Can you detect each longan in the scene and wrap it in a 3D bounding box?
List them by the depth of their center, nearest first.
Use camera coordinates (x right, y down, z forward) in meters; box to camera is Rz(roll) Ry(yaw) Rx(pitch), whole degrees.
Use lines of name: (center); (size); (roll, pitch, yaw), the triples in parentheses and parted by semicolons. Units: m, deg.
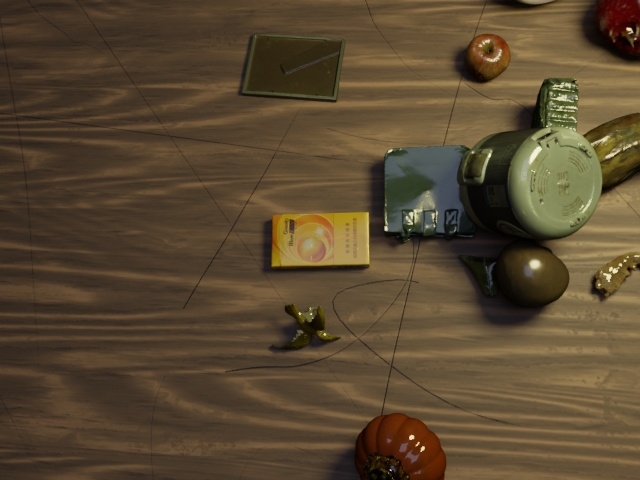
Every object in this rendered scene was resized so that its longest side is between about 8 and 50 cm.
longan: (0.523, 0.086, 1.553); (0.189, 0.189, 0.189); (-2, 74, 6)

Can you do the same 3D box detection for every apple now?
apple: (0.474, -0.522, 1.771); (0.126, 0.102, 0.125); (-2, 79, 9)

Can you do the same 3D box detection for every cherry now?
cherry: (0.883, -0.637, 1.706); (0.230, 0.203, 0.300); (31, 66, 16)

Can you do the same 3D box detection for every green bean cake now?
green bean cake: (0.618, -0.322, 1.659); (0.094, 0.173, 0.181); (6, 76, 10)

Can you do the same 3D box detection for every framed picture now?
framed picture: (-0.080, -0.525, 1.882); (0.290, 0.020, 0.211); (6, 75, 9)

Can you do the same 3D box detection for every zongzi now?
zongzi: (0.413, 0.092, 1.637); (0.113, 0.052, 0.103); (6, 81, 22)

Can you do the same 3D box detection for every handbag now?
handbag: (0.297, -0.125, 1.694); (0.248, 0.079, 0.259); (0, 75, 8)

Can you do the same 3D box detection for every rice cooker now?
rice cooker: (0.508, -0.142, 1.548); (0.289, 0.277, 0.288); (-3, 96, -24)

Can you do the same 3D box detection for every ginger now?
ginger: (0.772, 0.075, 1.593); (0.173, 0.051, 0.069); (-33, 77, -1)

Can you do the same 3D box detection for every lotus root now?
lotus root: (0.784, -0.236, 1.626); (0.275, 0.160, 0.151); (-20, 49, 0)

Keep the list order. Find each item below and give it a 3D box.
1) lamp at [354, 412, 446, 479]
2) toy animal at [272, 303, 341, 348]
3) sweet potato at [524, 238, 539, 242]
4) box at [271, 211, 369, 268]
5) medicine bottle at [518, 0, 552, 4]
lamp: (0.185, 0.516, 1.464); (0.223, 0.197, 0.223); (10, 110, 30)
toy animal: (-0.015, 0.214, 1.632); (0.155, 0.219, 0.095); (10, 52, -28)
sweet potato: (0.578, -0.026, 1.650); (0.044, 0.044, 0.179); (39, 86, 15)
box: (0.000, 0.000, 1.712); (0.270, 0.043, 0.152); (-2, 74, 6)
medicine bottle: (0.610, -0.871, 1.773); (0.256, 0.256, 0.324); (-13, 66, 3)
